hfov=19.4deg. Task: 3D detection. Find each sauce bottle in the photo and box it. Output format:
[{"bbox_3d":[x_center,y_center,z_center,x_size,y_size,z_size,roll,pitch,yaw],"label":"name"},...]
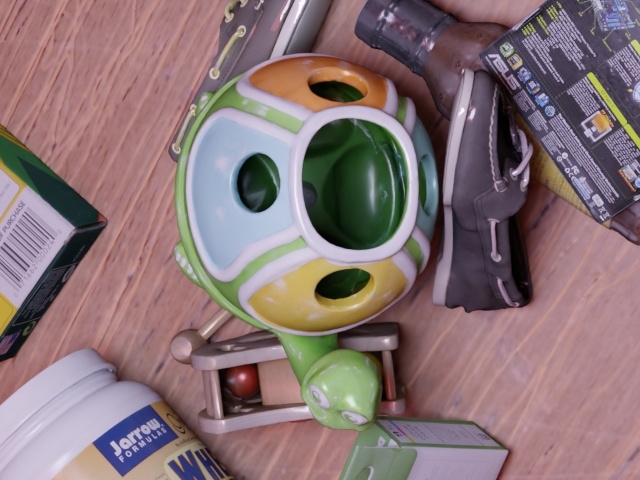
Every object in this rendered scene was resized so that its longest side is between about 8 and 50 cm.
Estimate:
[{"bbox_3d":[0.186,-0.130,1.744,0.344,0.111,0.111,35,109,13],"label":"sauce bottle"}]

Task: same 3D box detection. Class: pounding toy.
[{"bbox_3d":[-0.046,0.102,1.849,0.269,0.154,0.155,-5,96,23],"label":"pounding toy"}]

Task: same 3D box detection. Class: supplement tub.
[{"bbox_3d":[-0.199,0.287,1.898,0.316,0.228,0.228,47,111,10],"label":"supplement tub"}]

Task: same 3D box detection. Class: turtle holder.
[{"bbox_3d":[-0.014,-0.013,1.689,0.243,0.227,0.320,25,81,-16],"label":"turtle holder"}]

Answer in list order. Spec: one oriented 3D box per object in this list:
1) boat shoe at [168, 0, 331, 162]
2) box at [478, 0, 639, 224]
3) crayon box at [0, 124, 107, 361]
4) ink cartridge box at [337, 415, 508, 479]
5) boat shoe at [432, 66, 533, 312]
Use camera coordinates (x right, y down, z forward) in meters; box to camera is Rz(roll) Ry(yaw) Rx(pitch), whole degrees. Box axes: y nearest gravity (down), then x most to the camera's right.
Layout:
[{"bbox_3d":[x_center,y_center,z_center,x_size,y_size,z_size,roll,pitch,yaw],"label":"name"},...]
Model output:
[{"bbox_3d":[-0.062,-0.190,1.841,0.091,0.109,0.305,28,111,12],"label":"boat shoe"},{"bbox_3d":[0.261,-0.140,1.616,0.184,0.045,0.190,-38,86,29],"label":"box"},{"bbox_3d":[-0.409,-0.042,2.020,0.318,0.081,0.202,42,110,12],"label":"crayon box"},{"bbox_3d":[0.074,0.229,1.787,0.062,0.209,0.109,38,112,43],"label":"ink cartridge box"},{"bbox_3d":[0.159,-0.041,1.694,0.095,0.335,0.112,8,58,5],"label":"boat shoe"}]
